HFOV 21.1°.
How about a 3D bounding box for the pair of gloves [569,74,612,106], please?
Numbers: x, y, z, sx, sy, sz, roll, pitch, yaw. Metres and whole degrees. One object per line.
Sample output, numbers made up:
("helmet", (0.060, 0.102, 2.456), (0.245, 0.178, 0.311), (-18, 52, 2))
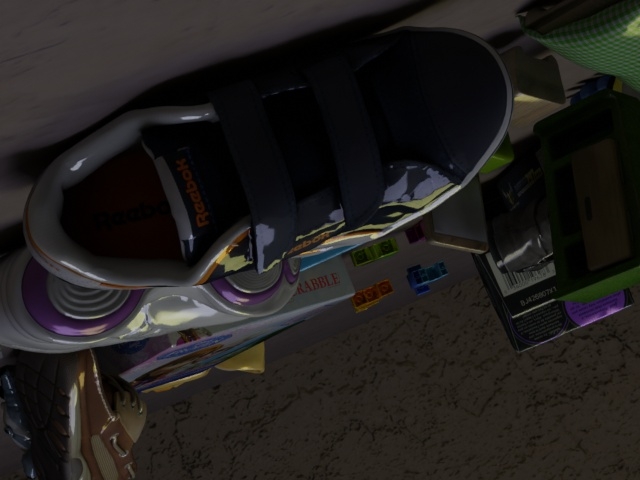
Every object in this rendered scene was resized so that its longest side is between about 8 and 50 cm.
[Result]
("pair of gloves", (0.333, -0.172, 1.675), (0.198, 0.023, 0.159), (-29, 169, 37))

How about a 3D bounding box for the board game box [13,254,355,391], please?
("board game box", (-0.172, 0.120, 2.090), (0.318, 0.066, 0.318), (-15, 169, -47))

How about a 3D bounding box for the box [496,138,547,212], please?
("box", (0.323, -0.102, 2.016), (0.183, 0.059, 0.233), (-21, 172, -11))

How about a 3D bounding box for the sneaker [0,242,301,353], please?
("sneaker", (-0.148, 0.022, 1.359), (0.305, 0.114, 0.152), (-7, 175, -44))

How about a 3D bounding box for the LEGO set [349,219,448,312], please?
("LEGO set", (0.075, 0.045, 2.238), (0.227, 0.087, 0.093), (-19, 172, -19))

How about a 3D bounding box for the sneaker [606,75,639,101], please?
("sneaker", (0.419, -0.188, 1.519), (0.384, 0.145, 0.147), (-23, -156, -22))

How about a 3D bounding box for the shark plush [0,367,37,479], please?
("shark plush", (-0.335, 0.202, 2.010), (0.067, 0.161, 0.073), (-18, -153, 9))

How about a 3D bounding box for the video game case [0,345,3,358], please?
("video game case", (-0.370, 0.119, 1.675), (0.119, 0.015, 0.166), (-21, 173, -12))

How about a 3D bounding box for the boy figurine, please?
("boy figurine", (-0.211, 0.185, 2.382), (0.285, 0.092, 0.177), (-19, 170, -3))

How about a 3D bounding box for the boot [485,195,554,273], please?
("boot", (0.340, -0.034, 1.969), (0.222, 0.118, 0.338), (-26, 160, 33))

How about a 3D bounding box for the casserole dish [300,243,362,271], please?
("casserole dish", (0.000, 0.000, 1.858), (0.188, 0.037, 0.114), (-24, 173, 17))

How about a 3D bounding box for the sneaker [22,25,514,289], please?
("sneaker", (-0.030, -0.043, 1.060), (0.321, 0.126, 0.127), (-22, 179, 4))

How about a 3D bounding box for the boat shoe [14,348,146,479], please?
("boat shoe", (-0.260, 0.190, 1.908), (0.116, 0.123, 0.324), (-28, 152, -23))

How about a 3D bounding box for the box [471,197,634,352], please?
("box", (0.285, 0.021, 2.215), (0.165, 0.143, 0.270), (-23, -170, 4))

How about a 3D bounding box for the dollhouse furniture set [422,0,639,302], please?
("dollhouse furniture set", (0.226, -0.078, 1.252), (0.197, 0.151, 0.301), (11, 155, -37))
